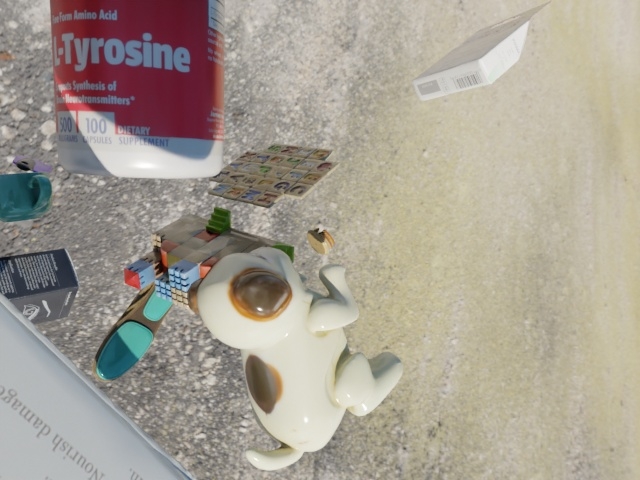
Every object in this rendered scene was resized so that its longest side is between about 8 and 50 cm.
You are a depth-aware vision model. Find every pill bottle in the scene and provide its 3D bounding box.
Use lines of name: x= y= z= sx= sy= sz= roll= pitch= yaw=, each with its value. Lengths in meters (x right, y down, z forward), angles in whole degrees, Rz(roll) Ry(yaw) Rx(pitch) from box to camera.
pill bottle: x=-0.250 y=-0.297 z=0.687 sx=0.229 sy=0.229 sz=0.407 roll=-7 pitch=103 yaw=-41

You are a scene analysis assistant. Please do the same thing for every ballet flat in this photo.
ballet flat: x=-0.492 y=0.211 z=1.312 sx=0.116 sy=0.124 sz=0.342 roll=43 pitch=66 yaw=-34

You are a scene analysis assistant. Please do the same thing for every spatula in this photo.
spatula: x=-0.684 y=-0.178 z=1.148 sx=0.084 sy=0.296 sz=0.030 roll=24 pitch=86 yaw=-27

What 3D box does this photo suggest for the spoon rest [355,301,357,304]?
spoon rest: x=-0.006 y=0.231 z=1.462 sx=0.276 sy=0.084 sz=0.137 roll=-8 pitch=104 yaw=-47

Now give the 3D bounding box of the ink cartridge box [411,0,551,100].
ink cartridge box: x=0.311 y=-0.356 z=0.934 sx=0.225 sy=0.181 sz=0.056 roll=-39 pitch=111 yaw=-21

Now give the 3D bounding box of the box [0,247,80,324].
box: x=-0.658 y=0.113 z=1.067 sx=0.207 sy=0.153 sz=0.108 roll=-11 pitch=63 yaw=-44

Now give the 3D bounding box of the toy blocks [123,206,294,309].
toy blocks: x=-0.294 y=0.060 z=1.204 sx=0.261 sy=0.382 sz=0.190 roll=-43 pitch=144 yaw=-52

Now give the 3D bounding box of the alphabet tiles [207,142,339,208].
alphabet tiles: x=-0.131 y=-0.185 z=1.320 sx=0.285 sy=0.343 sz=0.011 roll=-45 pitch=134 yaw=-35

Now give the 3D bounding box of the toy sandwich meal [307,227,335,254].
toy sandwich meal: x=0.000 y=0.000 z=1.235 sx=0.029 sy=0.086 sz=0.085 roll=-38 pitch=107 yaw=-24

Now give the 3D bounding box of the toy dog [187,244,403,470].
toy dog: x=-0.090 y=0.199 z=0.995 sx=0.395 sy=0.285 sz=0.407 roll=-43 pitch=116 yaw=-30

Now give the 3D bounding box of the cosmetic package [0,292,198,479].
cosmetic package: x=-0.329 y=0.289 z=0.296 sx=0.327 sy=0.329 sz=0.393 roll=55 pitch=28 yaw=-20

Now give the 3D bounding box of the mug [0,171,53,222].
mug: x=-0.632 y=-0.090 z=1.022 sx=0.130 sy=0.158 sz=0.097 roll=-10 pitch=100 yaw=-28
